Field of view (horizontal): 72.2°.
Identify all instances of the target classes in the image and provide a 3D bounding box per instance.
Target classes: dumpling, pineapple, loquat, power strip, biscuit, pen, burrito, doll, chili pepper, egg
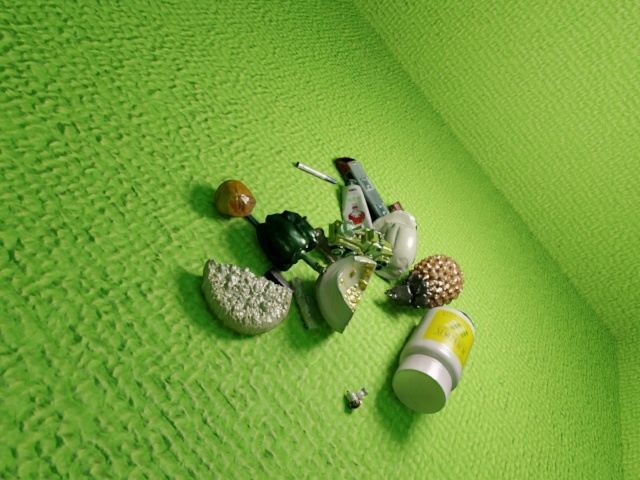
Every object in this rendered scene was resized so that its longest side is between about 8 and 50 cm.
[{"bbox_3d":[0.281,0.014,1.790,0.227,0.175,0.243,16,47,4],"label":"dumpling"},{"bbox_3d":[0.403,0.185,1.731,0.357,0.223,0.223,-14,72,-43],"label":"pineapple"},{"bbox_3d":[-0.272,-0.128,1.402,0.137,0.113,0.137,29,20,-12],"label":"loquat"},{"bbox_3d":[-0.129,0.135,1.395,0.111,0.038,0.029,49,39,-6],"label":"power strip"},{"bbox_3d":[-0.219,0.175,1.249,0.281,0.084,0.179,28,50,-24],"label":"biscuit"},{"bbox_3d":[-0.014,-0.277,1.816,0.204,0.025,0.025,21,49,-33],"label":"pen"},{"bbox_3d":[-0.054,0.201,1.417,0.045,0.041,0.185,-6,64,-36],"label":"burrito"},{"bbox_3d":[0.116,0.493,1.371,0.085,0.040,0.058,8,46,-39],"label":"doll"},{"bbox_3d":[-0.087,0.025,1.420,0.261,0.165,0.174,53,22,6],"label":"chili pepper"},{"bbox_3d":[0.057,0.167,1.448,0.162,0.206,0.271,27,56,7],"label":"egg"}]

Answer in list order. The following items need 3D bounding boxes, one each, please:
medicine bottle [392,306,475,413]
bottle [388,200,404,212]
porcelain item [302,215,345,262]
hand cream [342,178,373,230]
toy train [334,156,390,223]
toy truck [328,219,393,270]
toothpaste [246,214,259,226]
[{"bbox_3d":[0.408,0.415,1.568,0.213,0.213,0.379,51,40,-2],"label":"medicine bottle"},{"bbox_3d":[0.382,-0.100,2.039,0.060,0.060,0.164,-18,76,-49],"label":"bottle"},{"bbox_3d":[0.000,0.000,1.603,0.213,0.054,0.084,44,39,-12],"label":"porcelain item"},{"bbox_3d":[0.147,-0.105,1.797,0.121,0.076,0.336,-6,60,-2],"label":"hand cream"},{"bbox_3d":[0.199,-0.206,1.921,0.086,0.089,0.409,-20,77,-44],"label":"toy train"},{"bbox_3d":[0.160,0.007,1.599,0.259,0.135,0.128,25,47,-27],"label":"toy truck"},{"bbox_3d":[-0.227,-0.070,1.466,0.083,0.019,0.027,44,17,-12],"label":"toothpaste"}]
